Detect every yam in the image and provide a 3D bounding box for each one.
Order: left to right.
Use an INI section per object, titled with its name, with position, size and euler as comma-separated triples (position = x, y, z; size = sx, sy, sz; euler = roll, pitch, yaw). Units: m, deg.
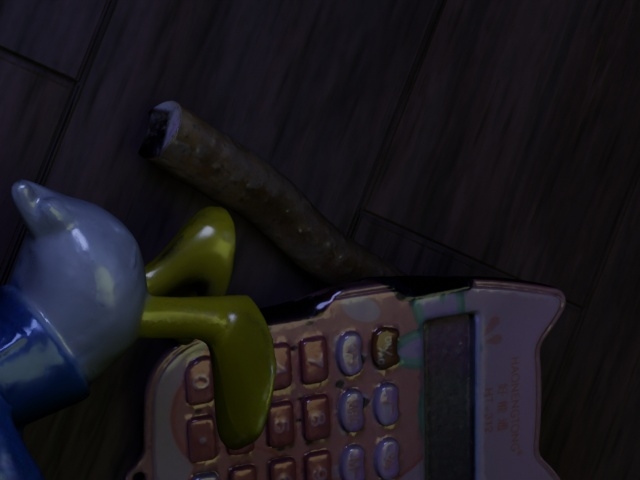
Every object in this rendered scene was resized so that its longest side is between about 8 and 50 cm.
[yam]
position = 0.000, 0.000, 1.300
size = 0.327, 0.045, 0.045
euler = 35, 36, -39

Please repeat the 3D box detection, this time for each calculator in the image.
[calculator]
position = 0.018, 0.131, 1.314
size = 0.330, 0.048, 0.220
euler = -9, 112, -23

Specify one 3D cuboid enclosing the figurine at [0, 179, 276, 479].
[figurine]
position = -0.225, 0.090, 1.108
size = 0.338, 0.204, 0.283
euler = 14, 101, -27
